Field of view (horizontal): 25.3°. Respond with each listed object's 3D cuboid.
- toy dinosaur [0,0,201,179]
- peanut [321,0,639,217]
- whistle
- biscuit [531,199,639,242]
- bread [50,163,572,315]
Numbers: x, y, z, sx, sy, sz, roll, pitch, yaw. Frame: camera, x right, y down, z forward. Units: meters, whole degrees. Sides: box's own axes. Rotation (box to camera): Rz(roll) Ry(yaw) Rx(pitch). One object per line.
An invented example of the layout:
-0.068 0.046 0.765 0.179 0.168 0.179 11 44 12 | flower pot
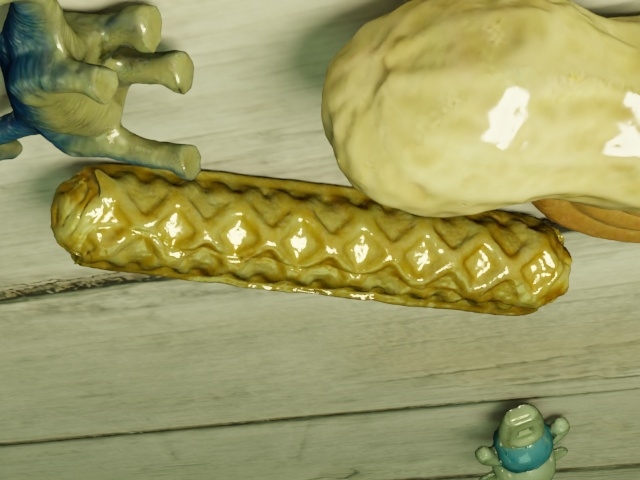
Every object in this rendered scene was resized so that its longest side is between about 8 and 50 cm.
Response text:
-0.171 -0.087 0.774 0.188 0.075 0.247 2 167 21 | toy dinosaur
0.129 -0.070 0.728 0.256 0.124 0.123 0 160 -4 | peanut
0.227 0.234 1.589 0.114 0.077 0.236 -19 155 0 | whistle
0.202 -0.046 0.900 0.144 0.033 0.224 7 158 -15 | biscuit
0.000 0.001 0.976 0.367 0.077 0.084 6 158 -13 | bread
